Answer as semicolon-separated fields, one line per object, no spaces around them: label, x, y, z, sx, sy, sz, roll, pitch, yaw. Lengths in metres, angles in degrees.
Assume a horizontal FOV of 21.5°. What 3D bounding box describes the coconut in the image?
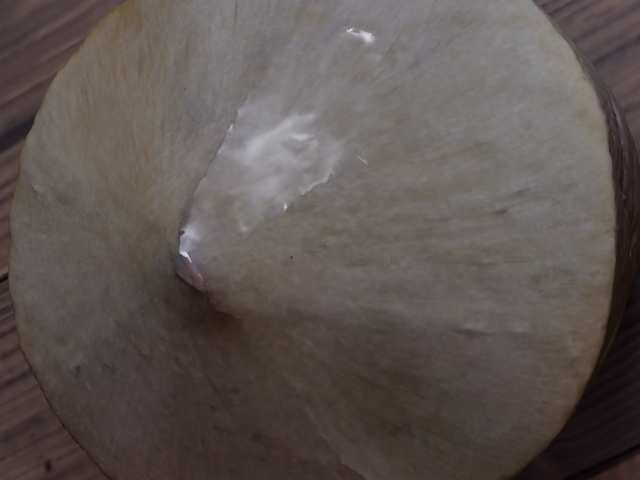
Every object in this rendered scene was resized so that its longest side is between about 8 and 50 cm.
coconut;0.000;0.000;0.791;0.329;0.329;0.328;0;90;17
